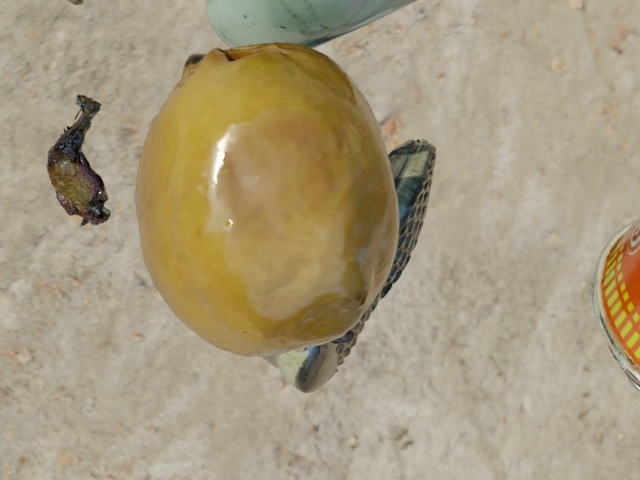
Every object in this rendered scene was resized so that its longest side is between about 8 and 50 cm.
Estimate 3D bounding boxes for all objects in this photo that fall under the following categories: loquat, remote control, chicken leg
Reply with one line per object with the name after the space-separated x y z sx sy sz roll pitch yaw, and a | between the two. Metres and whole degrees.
-0.041 -0.031 0.782 0.193 0.238 0.238 -15 101 -3 | loquat
0.010 -0.202 0.839 0.097 0.256 0.045 44 44 -33 | remote control
-0.404 -0.131 1.779 0.051 0.106 0.253 -68 166 -52 | chicken leg

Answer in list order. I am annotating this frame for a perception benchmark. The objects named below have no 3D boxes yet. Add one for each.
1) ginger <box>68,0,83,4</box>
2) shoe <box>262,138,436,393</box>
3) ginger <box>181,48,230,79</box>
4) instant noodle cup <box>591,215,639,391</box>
-0.346 -0.344 1.448 0.048 0.097 0.030 32 93 -5 | ginger
0.000 0.000 1.170 0.336 0.171 0.132 -56 161 -32 | shoe
-0.152 -0.225 1.982 0.223 0.200 0.269 -26 129 -60 | ginger
0.290 -0.006 0.642 0.193 0.212 0.193 6 52 -7 | instant noodle cup
